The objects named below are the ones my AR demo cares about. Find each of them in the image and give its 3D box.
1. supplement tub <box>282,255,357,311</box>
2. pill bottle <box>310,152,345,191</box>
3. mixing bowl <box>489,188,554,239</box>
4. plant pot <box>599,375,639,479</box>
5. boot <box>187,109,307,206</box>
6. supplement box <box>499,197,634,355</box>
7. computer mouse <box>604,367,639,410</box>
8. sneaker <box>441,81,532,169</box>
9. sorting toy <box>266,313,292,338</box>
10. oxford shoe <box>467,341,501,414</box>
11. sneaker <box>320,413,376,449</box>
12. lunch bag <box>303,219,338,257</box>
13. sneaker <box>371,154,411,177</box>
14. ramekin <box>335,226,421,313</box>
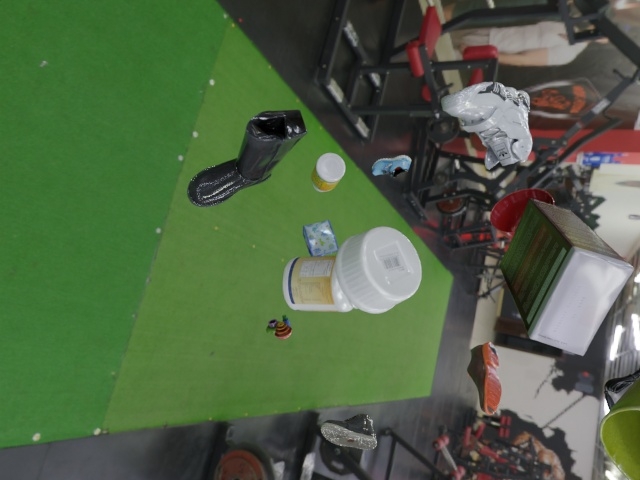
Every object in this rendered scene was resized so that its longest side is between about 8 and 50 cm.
[{"bbox_3d":[0.028,0.178,1.855,0.228,0.315,0.229,-2,90,-67],"label":"supplement tub"},{"bbox_3d":[0.028,-0.314,2.167,0.246,0.136,0.137,134,-29,-76],"label":"pill bottle"},{"bbox_3d":[0.617,-0.058,1.360,0.098,0.181,0.182,51,51,-31],"label":"mixing bowl"},{"bbox_3d":[0.645,0.260,0.705,0.293,0.274,0.275,-39,133,-26],"label":"plant pot"},{"bbox_3d":[-0.275,-0.282,1.597,0.366,0.445,0.146,-31,93,-26],"label":"boot"},{"bbox_3d":[0.331,0.037,0.645,0.239,0.073,0.131,-61,168,-66],"label":"supplement box"},{"bbox_3d":[0.985,0.523,1.362,0.262,0.183,0.060,67,14,4],"label":"computer mouse"},{"bbox_3d":[0.489,-0.318,1.282,0.365,0.137,0.211,-8,89,-39],"label":"sneaker"},{"bbox_3d":[-0.113,0.230,1.236,0.061,0.101,0.042,-29,114,-29],"label":"sorting toy"},{"bbox_3d":[0.595,0.508,1.657,0.097,0.098,0.272,43,43,-24],"label":"oxford shoe"},{"bbox_3d":[0.101,0.700,1.699,0.083,0.221,0.118,-61,-166,24],"label":"sneaker"},{"bbox_3d":[0.000,0.000,2.033,0.096,0.128,0.151,90,-19,-58],"label":"lunch bag"},{"bbox_3d":[0.263,-0.272,1.716,0.063,0.162,0.073,32,58,-44],"label":"sneaker"},{"bbox_3d":[0.198,0.088,1.482,0.276,0.135,0.278,14,62,-28],"label":"ramekin"}]
